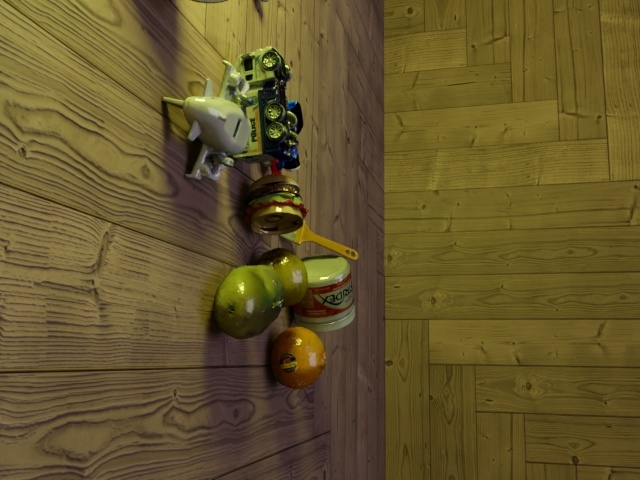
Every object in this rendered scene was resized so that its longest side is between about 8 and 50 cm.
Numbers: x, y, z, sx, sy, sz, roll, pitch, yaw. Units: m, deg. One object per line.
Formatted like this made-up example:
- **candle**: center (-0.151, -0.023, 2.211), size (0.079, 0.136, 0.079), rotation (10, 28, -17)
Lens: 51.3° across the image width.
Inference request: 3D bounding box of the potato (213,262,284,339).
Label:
- **potato**: center (-0.168, 0.144, 1.571), size (0.248, 0.143, 0.169), rotation (-25, 102, -73)

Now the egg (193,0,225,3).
- **egg**: center (-0.254, -0.592, 1.315), size (0.271, 0.162, 0.206), rotation (9, 114, -43)

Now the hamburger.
- **hamburger**: center (-0.123, -0.101, 1.758), size (0.175, 0.175, 0.137), rotation (52, 25, -66)

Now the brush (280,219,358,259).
- **brush**: center (0.000, 0.000, 2.087), size (0.013, 0.272, 0.103), rotation (-50, -158, 46)

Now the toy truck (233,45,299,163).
- **toy truck**: center (-0.150, -0.335, 1.659), size (0.124, 0.155, 0.268), rotation (12, 72, -75)

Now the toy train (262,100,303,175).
- **toy train**: center (-0.110, -0.283, 1.860), size (0.083, 0.131, 0.204), rotation (-70, 154, -56)

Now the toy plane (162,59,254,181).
- **toy plane**: center (-0.228, -0.254, 1.436), size (0.267, 0.122, 0.267), rotation (18, 90, -73)

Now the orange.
- **orange**: center (-0.065, 0.339, 1.928), size (0.177, 0.155, 0.177), rotation (-15, 90, -75)

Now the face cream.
- **face cream**: center (0.003, 0.163, 2.098), size (0.201, 0.201, 0.187), rotation (-60, 145, -64)

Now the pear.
- **pear**: center (-0.108, 0.103, 1.795), size (0.149, 0.149, 0.162), rotation (-59, 138, -64)
